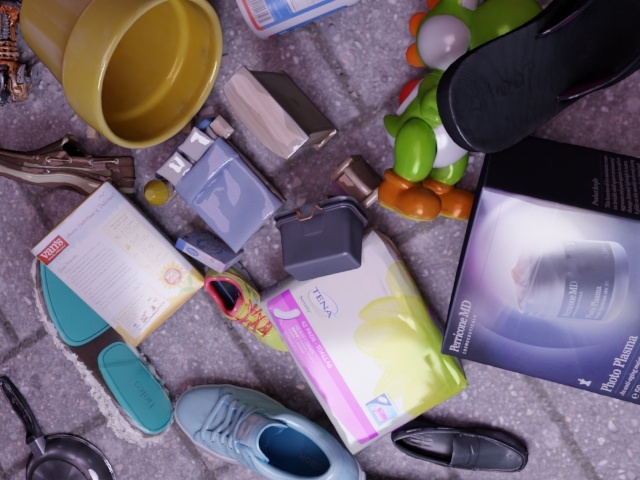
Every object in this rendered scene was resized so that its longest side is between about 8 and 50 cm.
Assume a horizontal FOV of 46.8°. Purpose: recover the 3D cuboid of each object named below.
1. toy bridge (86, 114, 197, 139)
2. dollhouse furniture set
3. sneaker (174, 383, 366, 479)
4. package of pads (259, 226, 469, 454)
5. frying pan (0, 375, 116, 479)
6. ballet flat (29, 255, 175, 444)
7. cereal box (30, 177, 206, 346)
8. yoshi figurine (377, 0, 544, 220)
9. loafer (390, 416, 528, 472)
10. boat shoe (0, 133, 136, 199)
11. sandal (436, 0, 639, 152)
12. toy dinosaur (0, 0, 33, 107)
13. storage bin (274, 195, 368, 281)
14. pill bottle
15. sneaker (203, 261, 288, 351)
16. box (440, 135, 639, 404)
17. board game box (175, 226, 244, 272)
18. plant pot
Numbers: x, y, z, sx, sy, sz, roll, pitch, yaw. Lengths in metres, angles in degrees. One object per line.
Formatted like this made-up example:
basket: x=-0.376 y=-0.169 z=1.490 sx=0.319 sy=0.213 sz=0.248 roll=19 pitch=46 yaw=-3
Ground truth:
toy bridge: x=-0.299 y=-0.204 z=1.248 sx=0.188 sy=0.026 sz=0.063 roll=-2 pitch=81 yaw=7
dollhouse furniture set: x=-0.111 y=-0.076 z=1.146 sx=0.303 sy=0.198 sz=0.286 roll=-43 pitch=89 yaw=18
sneaker: x=-0.099 y=0.308 z=1.207 sx=0.366 sy=0.150 sz=0.135 roll=15 pitch=63 yaw=24
package of pads: x=0.073 y=0.152 z=1.176 sx=0.229 sy=0.101 sz=0.296 roll=-32 pitch=93 yaw=5
frying pan: x=-0.503 y=0.410 z=1.423 sx=0.197 sy=0.053 sz=0.326 roll=-9 pitch=102 yaw=15
ballet flat: x=-0.407 y=0.188 z=1.314 sx=0.147 sy=0.147 sz=0.408 roll=-26 pitch=93 yaw=17
cereal box: x=-0.335 y=0.039 z=1.246 sx=0.173 sy=0.047 sz=0.240 roll=-41 pitch=106 yaw=1
yoshi figurine: x=0.214 y=-0.204 z=1.053 sx=0.203 sy=0.203 sz=0.362 roll=10 pitch=103 yaw=-7
loafer: x=0.225 y=0.342 z=1.207 sx=0.223 sy=0.078 sz=0.076 roll=10 pitch=104 yaw=12
boat shoe: x=-0.441 y=-0.139 z=1.276 sx=0.258 sy=0.095 sz=0.095 roll=12 pitch=101 yaw=-1
sandal: x=0.351 y=-0.256 z=0.949 sx=0.446 sy=0.107 sz=0.167 roll=-38 pitch=109 yaw=-13
toy dinosaur: x=-0.608 y=-0.380 z=1.261 sx=0.218 sy=0.164 sz=0.321 roll=-21 pitch=77 yaw=3
storage bin: x=0.000 y=0.000 z=1.103 sx=0.135 sy=0.098 sz=0.091 roll=-15 pitch=59 yaw=21
pill bottle: x=-0.011 y=-0.393 z=1.096 sx=0.222 sy=0.124 sz=0.124 roll=-17 pitch=96 yaw=16
sneaker: x=-0.119 y=0.119 z=1.241 sx=0.208 sy=0.094 sz=0.081 roll=39 pitch=106 yaw=2
box: x=0.341 y=0.038 z=1.014 sx=0.294 sy=0.182 sz=0.296 roll=14 pitch=127 yaw=11
board game box: x=-0.184 y=0.015 z=1.237 sx=0.090 sy=0.090 sz=0.020 roll=29 pitch=109 yaw=8
plant pot: x=-0.321 y=-0.306 z=1.143 sx=0.239 sy=0.254 sz=0.254 roll=34 pitch=108 yaw=23
